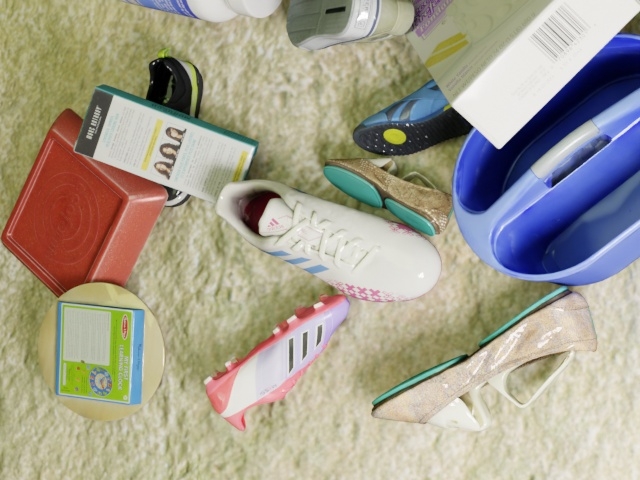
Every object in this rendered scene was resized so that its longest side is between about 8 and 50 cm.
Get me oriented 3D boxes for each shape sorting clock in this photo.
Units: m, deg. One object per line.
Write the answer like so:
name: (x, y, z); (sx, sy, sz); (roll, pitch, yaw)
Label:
shape sorting clock: (-0.323, 0.164, 2.116); (0.206, 0.040, 0.206); (2, 94, 22)

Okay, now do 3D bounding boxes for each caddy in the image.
caddy: (0.323, -0.095, 1.746); (0.341, 0.179, 0.241); (-40, 64, 16)

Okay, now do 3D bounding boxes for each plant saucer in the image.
plant saucer: (-0.376, -0.032, 2.174); (0.259, 0.048, 0.258); (39, 111, 29)

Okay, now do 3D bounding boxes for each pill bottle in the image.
pill bottle: (-0.187, -0.406, 2.115); (0.272, 0.152, 0.152); (18, 89, 31)

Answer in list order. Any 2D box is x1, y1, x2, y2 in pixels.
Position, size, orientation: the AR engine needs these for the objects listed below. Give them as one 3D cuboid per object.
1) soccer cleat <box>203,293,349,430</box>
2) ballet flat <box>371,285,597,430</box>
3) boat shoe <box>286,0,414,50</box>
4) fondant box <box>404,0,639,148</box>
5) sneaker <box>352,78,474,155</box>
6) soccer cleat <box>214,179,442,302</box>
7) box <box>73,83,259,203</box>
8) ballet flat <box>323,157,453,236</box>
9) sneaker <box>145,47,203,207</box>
soccer cleat: (-0.048, 0.165, 1.969); (0.248, 0.083, 0.095); (-36, 94, 13)
ballet flat: (0.208, 0.176, 1.801); (0.316, 0.107, 0.106); (-33, 79, 20)
boat shoe: (0.033, -0.304, 1.956); (0.302, 0.094, 0.109); (-148, 70, -68)
fondant box: (0.233, -0.289, 1.791); (0.238, 0.096, 0.330); (-45, 26, 14)
sneaker: (0.141, -0.175, 1.939); (0.209, 0.069, 0.082); (-16, 48, 31)
soccer cleat: (0.000, 0.000, 1.928); (0.331, 0.143, 0.116); (19, 89, 31)
box: (-0.220, -0.135, 2.053); (0.244, 0.060, 0.100); (21, 102, 0)
ballet flat: (0.098, -0.072, 1.943); (0.206, 0.073, 0.067); (31, 68, 28)
sneaker: (-0.235, -0.167, 2.122); (0.084, 0.097, 0.234); (-5, 77, 29)
